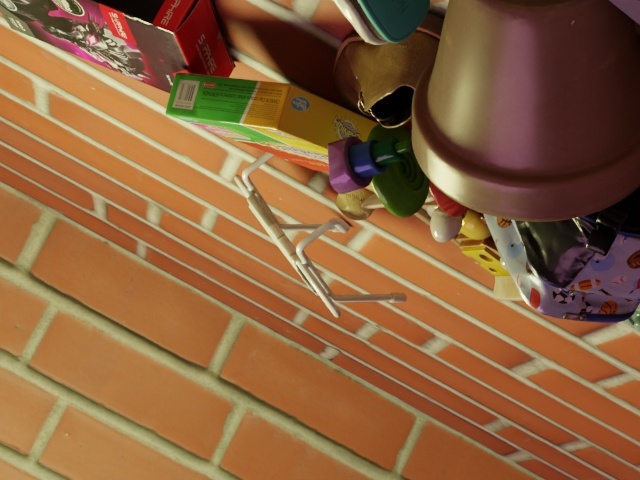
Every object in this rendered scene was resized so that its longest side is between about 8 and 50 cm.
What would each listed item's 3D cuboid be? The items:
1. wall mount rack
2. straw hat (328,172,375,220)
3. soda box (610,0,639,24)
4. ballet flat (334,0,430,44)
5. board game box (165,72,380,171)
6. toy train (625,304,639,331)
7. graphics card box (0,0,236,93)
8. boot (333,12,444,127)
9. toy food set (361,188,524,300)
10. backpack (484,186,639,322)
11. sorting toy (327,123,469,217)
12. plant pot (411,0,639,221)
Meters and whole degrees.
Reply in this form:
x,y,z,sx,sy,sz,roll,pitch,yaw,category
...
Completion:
x,y,z,sx,sy,sz,roll,pitch,yaw,category
0.000,0.000,2.285,0.350,0.130,0.304,53,179,37,wall mount rack
0.061,-0.068,2.220,0.144,0.061,0.144,25,165,8,straw hat
0.254,-0.288,1.157,0.286,0.091,0.098,33,163,-19,soda box
0.006,-0.344,1.365,0.139,0.139,0.400,20,163,26,ballet flat
-0.025,-0.157,1.906,0.242,0.064,0.316,12,176,45,board game box
0.463,0.037,1.767,0.334,0.142,0.190,25,154,10,toy train
-0.322,-0.341,1.947,0.371,0.094,0.233,25,164,15,graphics card box
0.072,-0.199,1.699,0.112,0.115,0.305,28,167,-14,boot
0.237,0.008,2.108,0.306,0.092,0.220,35,162,-22,toy food set
0.331,-0.029,1.500,0.263,0.276,0.213,5,135,-21,backpack
0.155,-0.104,1.722,0.126,0.127,0.365,-15,172,33,sorting toy
0.215,-0.188,1.328,0.263,0.263,0.229,20,145,26,plant pot
